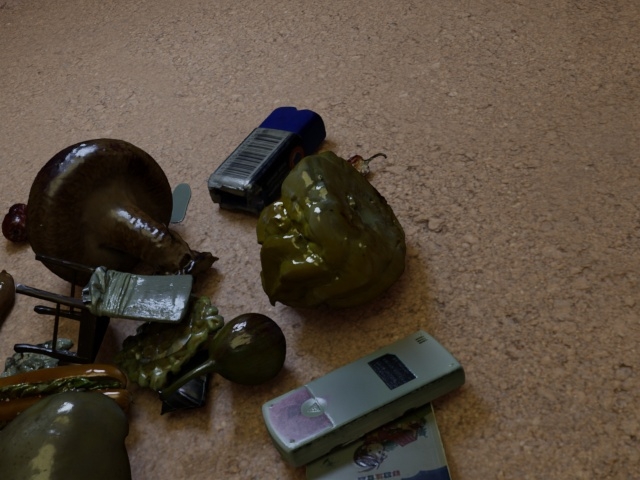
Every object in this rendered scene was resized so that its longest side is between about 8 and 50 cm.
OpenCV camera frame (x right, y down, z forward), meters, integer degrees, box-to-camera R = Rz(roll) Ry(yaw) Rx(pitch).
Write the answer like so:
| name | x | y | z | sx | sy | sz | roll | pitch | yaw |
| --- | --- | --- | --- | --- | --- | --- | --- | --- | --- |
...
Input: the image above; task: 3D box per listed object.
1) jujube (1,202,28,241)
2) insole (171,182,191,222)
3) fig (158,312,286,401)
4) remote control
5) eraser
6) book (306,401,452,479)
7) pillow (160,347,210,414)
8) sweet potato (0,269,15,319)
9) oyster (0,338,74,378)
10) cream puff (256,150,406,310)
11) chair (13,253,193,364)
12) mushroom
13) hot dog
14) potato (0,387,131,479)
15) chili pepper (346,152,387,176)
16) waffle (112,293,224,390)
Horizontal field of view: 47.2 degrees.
| name | x | y | z | sx | sy | sz | roll | pitch | yaw |
| --- | --- | --- | --- | --- | --- | --- | --- | --- | --- |
| jujube | -0.768 | -0.048 | 1.860 | 0.077 | 0.077 | 0.129 | -20 | 38 | -4 |
| insole | -0.353 | -0.096 | 1.836 | 0.053 | 0.002 | 0.152 | -8 | 44 | 9 |
| fig | -0.182 | 0.221 | 1.338 | 0.245 | 0.149 | 0.149 | -23 | 41 | -31 |
| remote control | 0.071 | 0.268 | 1.268 | 0.344 | 0.050 | 0.145 | -23 | 30 | -14 |
| eraser | -0.132 | -0.201 | 1.811 | 0.155 | 0.101 | 0.332 | 14 | 50 | 30 |
| book | 0.088 | 0.360 | 1.169 | 0.228 | 0.018 | 0.322 | -13 | 29 | 3 |
| pillow | -0.249 | 0.267 | 1.400 | 0.091 | 0.048 | 0.150 | -1 | 40 | 4 |
| sweet potato | -0.736 | 0.149 | 1.657 | 0.059 | 0.067 | 0.281 | 21 | 37 | -15 |
| oyster | -0.594 | 0.264 | 1.497 | 0.125 | 0.064 | 0.177 | 16 | 52 | 24 |
| cream puff | 0.000 | -0.001 | 1.476 | 0.257 | 0.291 | 0.324 | -36 | 54 | 21 |
| chair | -0.430 | 0.145 | 1.472 | 0.319 | 0.186 | 0.160 | 11 | 30 | -8 |
| mushroom | -0.461 | -0.038 | 1.599 | 0.331 | 0.334 | 0.356 | -30 | 35 | -14 |
| hot dog | -0.512 | 0.306 | 1.378 | 0.338 | 0.100 | 0.135 | -9 | 73 | 6 |
| potato | -0.432 | 0.405 | 1.185 | 0.243 | 0.221 | 0.326 | -18 | 55 | 10 |
| chili pepper | 0.042 | -0.146 | 1.743 | 0.268 | 0.059 | 0.050 | -32 | 7 | -12 |
| waffle | -0.304 | 0.188 | 1.455 | 0.223 | 0.054 | 0.204 | -44 | 31 | -20 |
